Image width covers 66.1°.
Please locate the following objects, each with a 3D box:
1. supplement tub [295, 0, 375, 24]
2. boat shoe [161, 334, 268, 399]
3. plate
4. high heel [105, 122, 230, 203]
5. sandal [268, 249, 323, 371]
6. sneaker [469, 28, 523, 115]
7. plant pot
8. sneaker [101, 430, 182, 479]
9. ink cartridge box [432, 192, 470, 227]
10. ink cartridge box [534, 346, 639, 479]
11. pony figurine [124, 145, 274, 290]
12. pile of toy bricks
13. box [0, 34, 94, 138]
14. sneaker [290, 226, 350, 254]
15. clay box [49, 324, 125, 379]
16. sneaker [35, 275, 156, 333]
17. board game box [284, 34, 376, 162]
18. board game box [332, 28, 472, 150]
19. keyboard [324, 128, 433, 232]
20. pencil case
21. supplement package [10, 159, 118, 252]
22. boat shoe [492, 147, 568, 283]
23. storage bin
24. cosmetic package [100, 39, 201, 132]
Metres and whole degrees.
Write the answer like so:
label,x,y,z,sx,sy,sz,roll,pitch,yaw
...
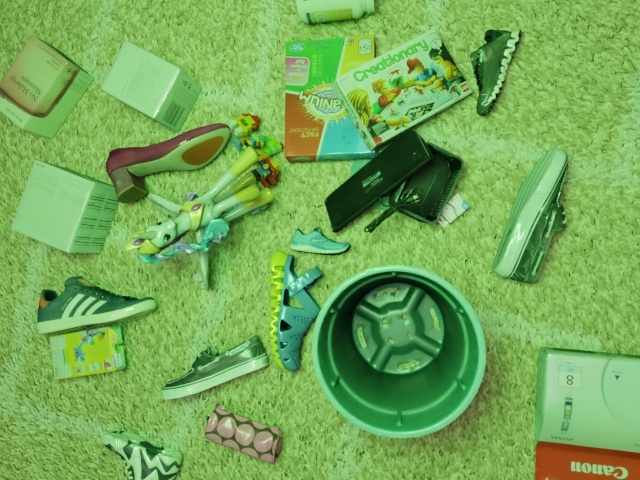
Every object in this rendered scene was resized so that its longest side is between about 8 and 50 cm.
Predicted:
label,x,y,z,sx,sy,sz,roll,pitch,yaw
supplement tub,0.040,-0.650,1.283,0.199,0.144,0.145,-2,88,9
boat shoe,-0.294,0.337,1.322,0.301,0.108,0.102,-22,85,6
plate,0.172,-0.175,1.304,0.188,0.024,0.188,0,87,9
high heel,-0.433,-0.264,1.360,0.377,0.127,0.181,-27,65,4
sandal,-0.063,0.184,1.284,0.138,0.126,0.318,0,89,5
sneaker,0.422,-0.432,1.248,0.106,0.078,0.235,20,87,12
plant pot,0.175,0.224,1.132,0.340,0.334,0.342,0,88,9
sneaker,-0.512,0.630,1.351,0.234,0.094,0.153,18,82,0
ink cartridge box,0.337,-0.077,1.270,0.083,0.028,0.048,-41,82,6
ink cartridge box,0.678,0.461,1.162,0.307,0.091,0.386,3,87,10
pony figurine,-0.302,-0.056,1.249,0.363,0.351,0.303,-35,86,-12
pile of toy bricks,-0.152,-0.247,1.334,0.105,0.118,0.212,-29,65,-20
box,-0.807,-0.440,1.426,0.148,0.127,0.232,37,94,9
sneaker,0.000,0.000,1.307,0.161,0.063,0.073,7,86,9
clay box,-0.656,0.318,1.409,0.221,0.053,0.128,-10,86,8
sneaker,-0.634,0.165,1.376,0.349,0.131,0.148,-10,80,5
board game box,0.028,-0.372,1.303,0.242,0.064,0.317,-1,83,9
board game box,0.207,-0.381,1.237,0.305,0.053,0.193,-31,89,-12
keyboard,0.145,-0.119,1.219,0.317,0.033,0.202,-38,47,27
pencil case,-0.203,0.512,1.310,0.209,0.095,0.098,17,75,8
supplement package,-0.707,-0.090,1.384,0.194,0.149,0.203,21,91,9
boat shoe,0.537,-0.054,1.204,0.119,0.121,0.336,20,102,2
storage bin,0.265,-0.144,1.243,0.122,0.084,0.180,25,93,-6
cosmetic package,-0.462,-0.420,1.355,0.183,0.151,0.152,30,93,8
